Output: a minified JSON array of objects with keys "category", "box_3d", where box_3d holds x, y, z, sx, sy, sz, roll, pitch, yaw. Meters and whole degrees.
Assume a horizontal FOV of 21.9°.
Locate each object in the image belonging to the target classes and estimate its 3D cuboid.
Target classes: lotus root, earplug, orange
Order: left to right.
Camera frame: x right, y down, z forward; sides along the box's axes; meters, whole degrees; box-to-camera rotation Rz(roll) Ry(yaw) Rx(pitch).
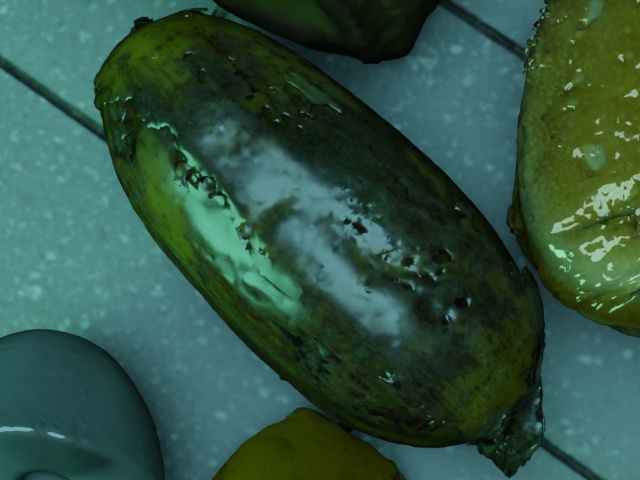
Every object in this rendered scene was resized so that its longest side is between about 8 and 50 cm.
[{"category":"earplug","box_3d":[-0.181,0.224,1.124,0.214,0.175,0.325,-9,92,14]},{"category":"orange","box_3d":[-0.016,0.204,1.130,0.160,0.112,0.170,3,96,7]},{"category":"lotus root","box_3d":[0.000,0.000,1.104,0.397,0.196,0.179,42,96,8]}]

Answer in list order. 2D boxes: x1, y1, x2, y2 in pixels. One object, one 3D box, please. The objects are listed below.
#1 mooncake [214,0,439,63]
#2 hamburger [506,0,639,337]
[{"category":"mooncake","box_3d":[-0.075,-0.292,1.129,0.394,0.393,0.246,24,86,49]},{"category":"hamburger","box_3d":[0.282,-0.068,1.083,0.305,0.174,0.284,7,83,8]}]
